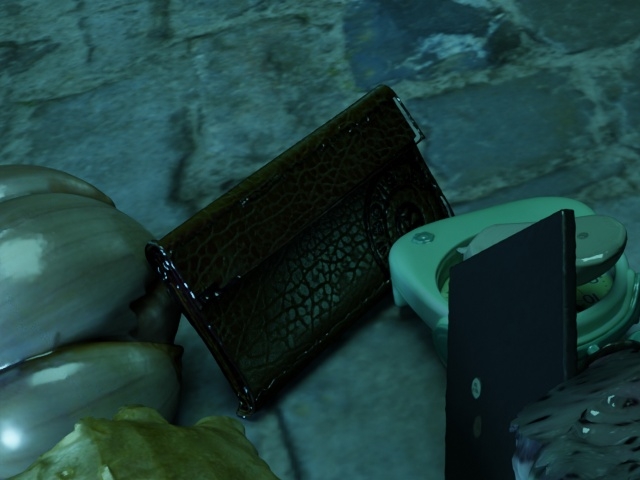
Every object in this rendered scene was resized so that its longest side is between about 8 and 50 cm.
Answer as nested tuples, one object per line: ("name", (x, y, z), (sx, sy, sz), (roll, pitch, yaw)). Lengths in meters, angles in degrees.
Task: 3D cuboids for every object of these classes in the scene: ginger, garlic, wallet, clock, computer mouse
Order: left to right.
("garlic", (-0.181, 0.046, 0.886), (0.191, 0.160, 0.214), (-32, 33, -15))
("ginger", (-0.107, 0.167, 0.729), (0.216, 0.102, 0.157), (-21, 59, -28))
("wallet", (0.000, 0.000, 0.948), (0.039, 0.133, 0.243), (-13, 18, 48))
("clock", (0.133, 0.044, 0.908), (0.148, 0.060, 0.188), (-12, 32, -7))
("computer mouse", (0.139, 0.012, 0.871), (0.110, 0.032, 0.056), (-4, 32, 24))

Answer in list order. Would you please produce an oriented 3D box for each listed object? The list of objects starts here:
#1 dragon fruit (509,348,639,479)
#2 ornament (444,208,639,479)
("dragon fruit", (0.224, 0.144, 0.586), (0.283, 0.221, 0.204), (-24, 4, -35))
("ornament", (0.182, 0.085, 0.765), (0.196, 0.153, 0.166), (7, -13, -17))
